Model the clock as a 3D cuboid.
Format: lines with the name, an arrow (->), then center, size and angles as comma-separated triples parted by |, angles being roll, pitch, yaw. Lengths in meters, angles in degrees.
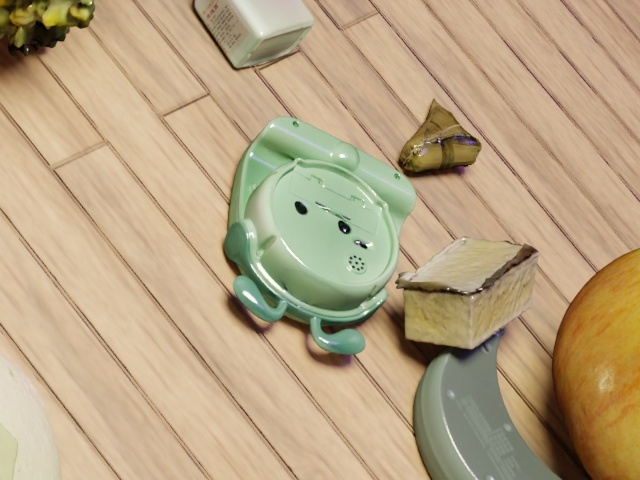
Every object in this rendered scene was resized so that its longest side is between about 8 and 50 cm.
clock -> -0.001, 0.001, 1.331 | 0.148, 0.060, 0.188 | 25, 48, -19

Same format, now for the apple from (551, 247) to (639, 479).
apple -> 0.302, 0.122, 1.338 | 0.261, 0.194, 0.261 | 46, 17, -18

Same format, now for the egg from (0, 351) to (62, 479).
egg -> -0.277, 0.159, 0.859 | 0.278, 0.278, 0.336 | 45, 42, 1

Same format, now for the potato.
potato -> 0.119, 0.042, 1.354 | 0.122, 0.086, 0.061 | -31, 121, -53

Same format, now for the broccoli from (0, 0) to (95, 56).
broccoli -> -0.203, -0.283, 1.238 | 0.180, 0.273, 0.242 | 31, 48, -18

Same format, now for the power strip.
power strip -> 0.149, 0.174, 1.321 | 0.137, 0.044, 0.216 | -13, 66, -41

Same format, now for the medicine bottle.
medicine bottle -> -0.069, -0.214, 1.444 | 0.074, 0.055, 0.118 | -25, 76, -43

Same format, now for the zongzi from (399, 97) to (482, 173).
zongzi -> 0.094, -0.098, 1.492 | 0.076, 0.040, 0.083 | -9, 52, -32
